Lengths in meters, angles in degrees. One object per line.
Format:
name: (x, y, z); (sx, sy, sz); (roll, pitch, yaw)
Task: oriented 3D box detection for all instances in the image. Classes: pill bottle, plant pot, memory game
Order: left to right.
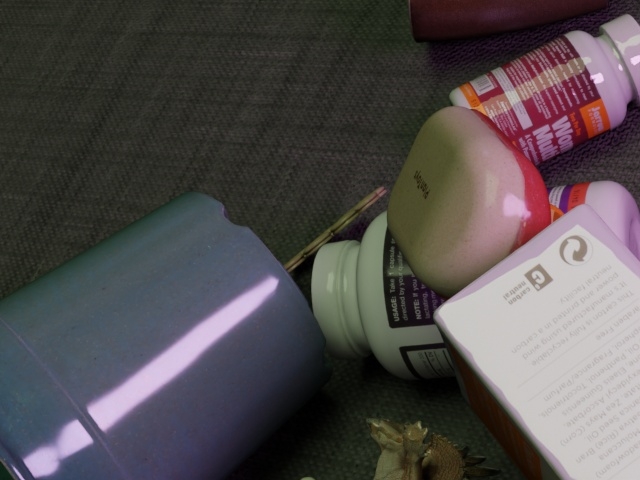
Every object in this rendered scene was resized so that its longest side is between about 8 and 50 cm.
plant pot: (-0.190, 0.143, 1.534); (0.334, 0.341, 0.341); (-36, 45, -18)
memory game: (0.000, 0.000, 1.670); (0.186, 0.186, 0.012); (-39, 90, -9)
pill bottle: (0.162, 0.045, 1.521); (0.323, 0.181, 0.181); (-6, 50, 21)
plant pot: (0.237, -0.342, 1.819); (0.231, 0.215, 0.215); (4, 53, 11)
pill bottle: (0.266, -0.161, 1.687); (0.221, 0.121, 0.121); (-26, 46, 4)

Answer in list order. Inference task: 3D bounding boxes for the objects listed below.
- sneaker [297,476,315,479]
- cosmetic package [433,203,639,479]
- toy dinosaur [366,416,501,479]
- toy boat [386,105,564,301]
sneaker: (0.031, 0.291, 1.474); (0.075, 0.057, 0.161); (-19, 43, -12)
cosmetic package: (0.293, 0.215, 1.194); (0.161, 0.230, 0.453); (-36, 64, -4)
toy dinosaur: (0.095, 0.285, 1.384); (0.127, 0.200, 0.295); (-16, 66, 26)
toy boat: (0.160, -0.021, 1.366); (0.231, 0.151, 0.151); (-112, 44, -68)
